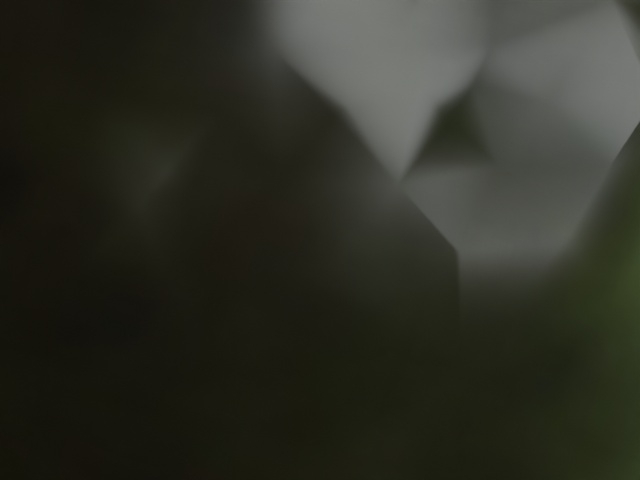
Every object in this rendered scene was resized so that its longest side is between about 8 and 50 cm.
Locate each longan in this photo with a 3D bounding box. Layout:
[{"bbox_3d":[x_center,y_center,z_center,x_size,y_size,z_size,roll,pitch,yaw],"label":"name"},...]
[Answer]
[{"bbox_3d":[0.000,0.000,0.518,0.391,0.391,0.391,8,65,-18],"label":"longan"}]
